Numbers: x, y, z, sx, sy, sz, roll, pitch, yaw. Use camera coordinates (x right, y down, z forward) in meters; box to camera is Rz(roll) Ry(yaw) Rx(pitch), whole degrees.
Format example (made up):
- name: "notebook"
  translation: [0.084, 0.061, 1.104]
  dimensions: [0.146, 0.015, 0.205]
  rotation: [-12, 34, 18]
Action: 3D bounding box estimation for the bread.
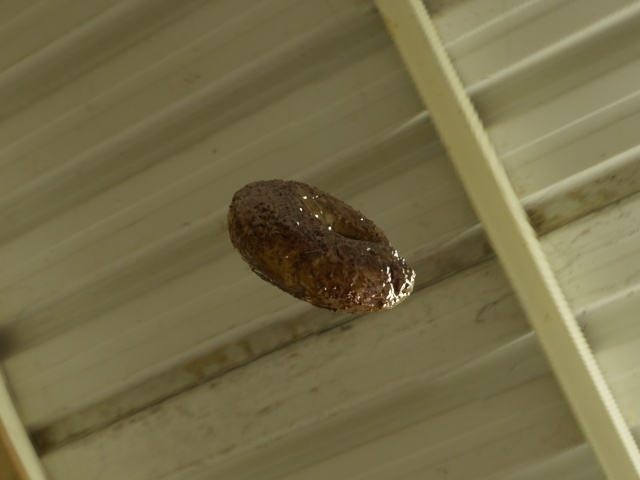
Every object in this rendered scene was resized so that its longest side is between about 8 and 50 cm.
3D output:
- name: "bread"
  translation: [0.000, 0.000, 1.046]
  dimensions: [0.193, 0.193, 0.064]
  rotation: [30, -69, 14]
